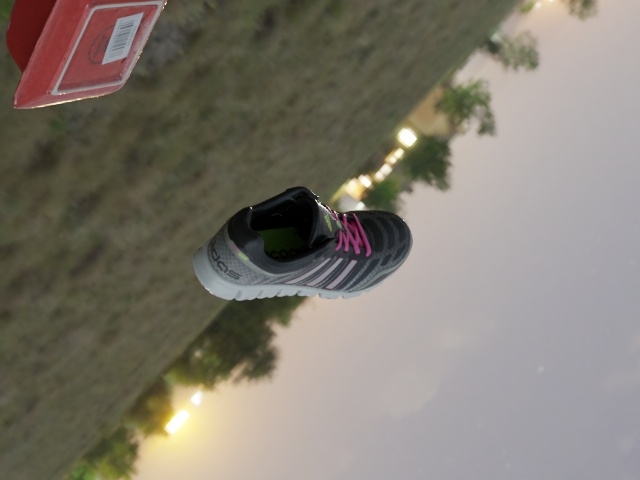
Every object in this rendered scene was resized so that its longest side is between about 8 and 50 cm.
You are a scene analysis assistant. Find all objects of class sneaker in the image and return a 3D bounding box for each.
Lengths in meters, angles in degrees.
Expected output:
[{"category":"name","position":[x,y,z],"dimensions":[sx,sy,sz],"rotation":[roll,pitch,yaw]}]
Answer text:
[{"category":"sneaker","position":[0.000,0.000,0.786],"dimensions":[0.170,0.063,0.075],"rotation":[-5,152,-29]}]

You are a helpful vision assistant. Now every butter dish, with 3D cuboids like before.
[{"category":"butter dish","position":[-0.239,-0.220,1.076],"dimensions":[0.160,0.118,0.160],"rotation":[-23,151,-55]}]
